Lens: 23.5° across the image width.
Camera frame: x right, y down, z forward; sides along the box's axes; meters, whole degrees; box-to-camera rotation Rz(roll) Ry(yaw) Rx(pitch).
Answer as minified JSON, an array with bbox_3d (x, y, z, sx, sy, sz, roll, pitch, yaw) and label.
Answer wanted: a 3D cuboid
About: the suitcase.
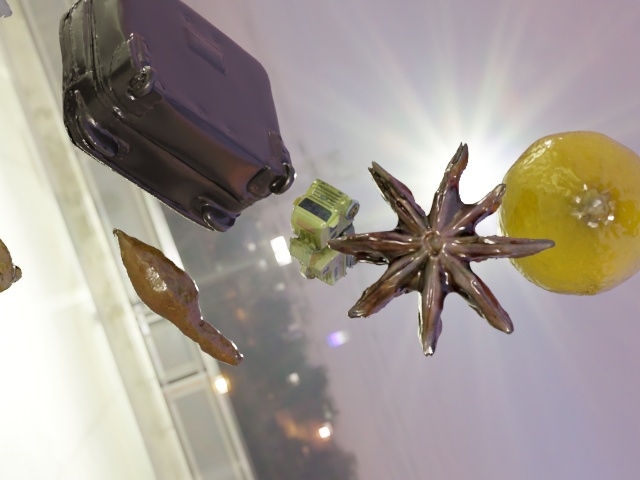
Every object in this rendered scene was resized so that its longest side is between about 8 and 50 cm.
[{"bbox_3d":[-0.215,-0.215,2.278,0.345,0.188,0.339,32,33,-36],"label":"suitcase"}]

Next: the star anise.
[{"bbox_3d":[0.151,0.007,1.939,0.088,0.288,0.288,20,49,-79],"label":"star anise"}]

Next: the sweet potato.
[{"bbox_3d":[-0.202,0.087,2.174,0.269,0.075,0.075,49,1,-14],"label":"sweet potato"}]

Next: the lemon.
[{"bbox_3d":[0.410,-0.043,2.453,0.293,0.293,0.293,160,-90,-85],"label":"lemon"}]

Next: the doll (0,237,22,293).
[{"bbox_3d":[-0.455,-0.005,1.851,0.209,0.097,0.137,28,9,6],"label":"doll"}]

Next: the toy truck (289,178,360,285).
[{"bbox_3d":[0.000,0.000,2.441,0.085,0.116,0.191,31,-27,23],"label":"toy truck"}]

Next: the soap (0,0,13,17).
[{"bbox_3d":[-0.702,-0.401,2.152,0.350,0.213,0.435,7,-36,43],"label":"soap"}]
